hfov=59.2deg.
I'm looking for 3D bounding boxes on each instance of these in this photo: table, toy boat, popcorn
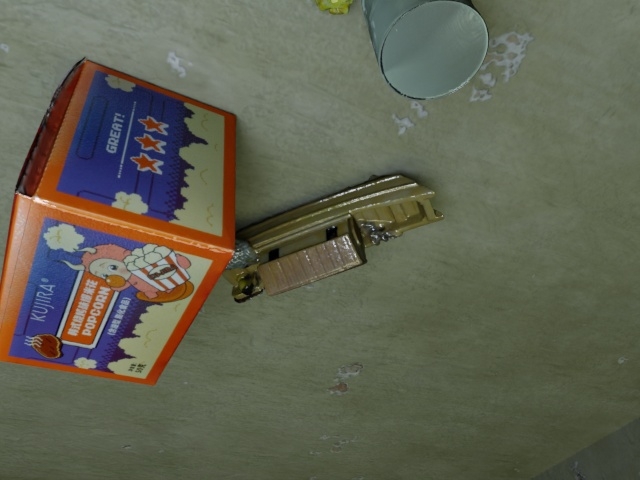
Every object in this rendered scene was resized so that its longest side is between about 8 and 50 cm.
[{"bbox_3d":[0.118,-0.287,0.701,0.127,0.219,0.126,-4,138,-3],"label":"table"},{"bbox_3d":[0.000,0.000,1.029,0.446,0.162,0.136,-22,133,14],"label":"toy boat"},{"bbox_3d":[0.018,-0.342,0.748,0.060,0.068,0.083,-15,102,-26],"label":"popcorn"}]

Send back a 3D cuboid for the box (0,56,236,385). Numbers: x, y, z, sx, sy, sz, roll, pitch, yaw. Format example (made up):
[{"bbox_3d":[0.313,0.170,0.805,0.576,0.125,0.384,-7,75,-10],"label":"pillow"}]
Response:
[{"bbox_3d":[-0.308,-0.018,0.850,0.257,0.318,0.348,18,132,-23],"label":"box"}]
